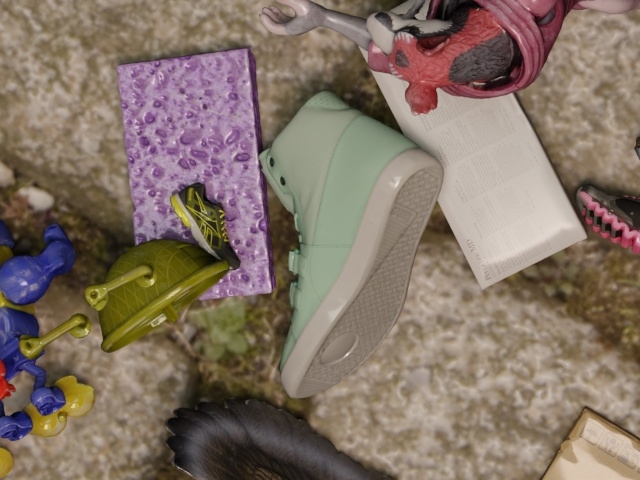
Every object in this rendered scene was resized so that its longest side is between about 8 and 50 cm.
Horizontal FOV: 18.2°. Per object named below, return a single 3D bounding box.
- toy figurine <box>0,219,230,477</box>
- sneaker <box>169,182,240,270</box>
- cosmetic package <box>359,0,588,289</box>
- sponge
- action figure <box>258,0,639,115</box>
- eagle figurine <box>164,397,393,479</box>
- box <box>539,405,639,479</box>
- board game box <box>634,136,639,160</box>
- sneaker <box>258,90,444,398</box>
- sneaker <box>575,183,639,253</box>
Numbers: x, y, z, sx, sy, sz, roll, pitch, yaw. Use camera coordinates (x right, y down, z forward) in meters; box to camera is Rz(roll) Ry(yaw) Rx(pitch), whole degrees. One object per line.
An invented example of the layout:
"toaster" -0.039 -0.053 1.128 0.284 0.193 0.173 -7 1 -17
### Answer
"toy figurine" -0.282 0.043 1.661 0.362 0.191 0.217 -38 70 16
"sneaker" -0.091 -0.012 1.672 0.035 0.031 0.083 -39 90 6
"cosmetic package" 0.124 -0.088 1.648 0.099 0.060 0.239 -26 90 8
"sponge" -0.105 -0.055 1.703 0.117 0.031 0.210 -5 94 9
"action figure" 0.144 -0.187 1.503 0.275 0.370 0.248 41 135 -10
"eagle figurine" 0.001 0.270 1.619 0.298 0.226 0.225 11 126 28
"box" 0.265 0.260 1.675 0.201 0.021 0.164 31 99 5
"board game box" 0.364 -0.109 1.556 0.243 0.165 0.042 -25 91 11
"sneaker" 0.000 0.000 1.671 0.151 0.094 0.256 42 122 32
"sneaker" 0.268 -0.019 1.646 0.119 0.047 0.057 31 77 5
